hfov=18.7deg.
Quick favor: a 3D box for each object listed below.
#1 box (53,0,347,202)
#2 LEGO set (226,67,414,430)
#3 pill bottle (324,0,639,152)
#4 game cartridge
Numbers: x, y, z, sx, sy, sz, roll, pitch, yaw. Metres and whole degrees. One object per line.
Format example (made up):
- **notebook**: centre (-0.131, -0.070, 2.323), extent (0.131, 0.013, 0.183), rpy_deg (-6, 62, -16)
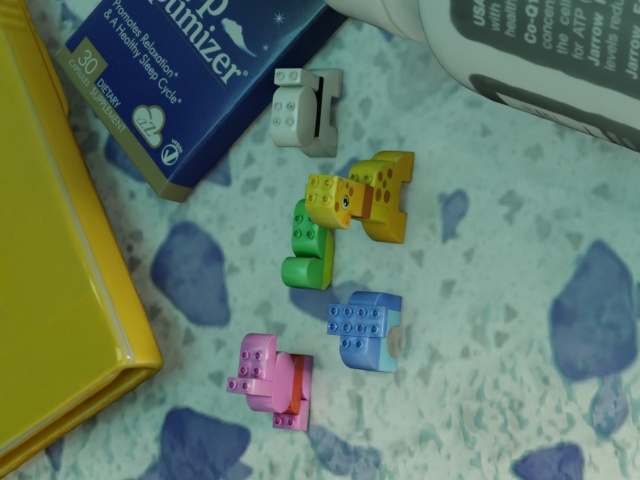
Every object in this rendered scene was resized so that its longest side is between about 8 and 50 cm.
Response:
- **box**: centre (-0.061, -0.151, 1.247), extent (0.225, 0.036, 0.136), rpy_deg (-46, 63, 15)
- **LEGO set**: centre (0.000, 0.000, 1.155), extent (0.087, 0.093, 0.227), rpy_deg (2, 84, 30)
- **pill bottle**: centre (0.180, -0.149, 1.010), extent (0.361, 0.204, 0.204), rpy_deg (23, 95, 30)
- **game cartridge**: centre (-0.264, 0.007, 1.320), extent (0.285, 0.052, 0.324), rpy_deg (-34, 66, 28)
